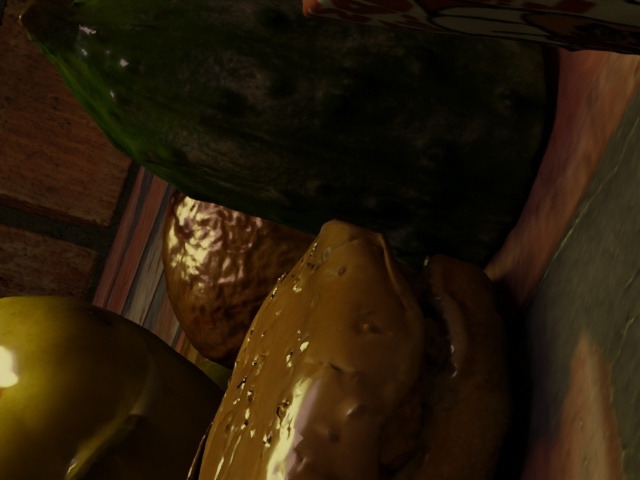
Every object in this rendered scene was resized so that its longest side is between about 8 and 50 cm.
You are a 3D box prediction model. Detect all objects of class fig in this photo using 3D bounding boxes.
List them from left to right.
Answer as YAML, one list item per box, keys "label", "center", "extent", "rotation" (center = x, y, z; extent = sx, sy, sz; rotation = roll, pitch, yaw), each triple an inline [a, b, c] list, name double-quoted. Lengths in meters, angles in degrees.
- label: "fig"
  center: [0.000, 0.000, 1.074]
  extent: [0.201, 0.133, 0.146]
  rotation: [-7, 96, 56]

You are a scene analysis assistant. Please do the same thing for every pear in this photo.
- label: "pear"
  center: [-0.154, 0.188, 1.190]
  extent: [0.336, 0.284, 0.285]
  rotation: [54, -134, -60]

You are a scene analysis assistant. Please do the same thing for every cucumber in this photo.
- label: "cucumber"
  center: [-0.021, -0.069, 0.885]
  extent: [0.134, 0.244, 0.134]
  rotation: [-165, 90, -75]

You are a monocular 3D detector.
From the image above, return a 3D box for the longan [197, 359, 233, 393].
- label: "longan"
  center: [-0.055, 0.116, 1.284]
  extent: [0.083, 0.075, 0.075]
  rotation: [65, 174, -7]

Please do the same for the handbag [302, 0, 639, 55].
- label: "handbag"
  center: [0.093, -0.116, 0.548]
  extent: [0.298, 0.171, 0.151]
  rotation: [155, 128, -83]

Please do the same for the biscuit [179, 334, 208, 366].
- label: "biscuit"
  center: [-0.085, 0.120, 1.482]
  extent: [0.208, 0.049, 0.181]
  rotation: [-83, 14, -47]

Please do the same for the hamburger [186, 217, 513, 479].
- label: "hamburger"
  center: [0.008, 0.103, 0.829]
  extent: [0.214, 0.108, 0.214]
  rotation: [-158, 90, -79]
